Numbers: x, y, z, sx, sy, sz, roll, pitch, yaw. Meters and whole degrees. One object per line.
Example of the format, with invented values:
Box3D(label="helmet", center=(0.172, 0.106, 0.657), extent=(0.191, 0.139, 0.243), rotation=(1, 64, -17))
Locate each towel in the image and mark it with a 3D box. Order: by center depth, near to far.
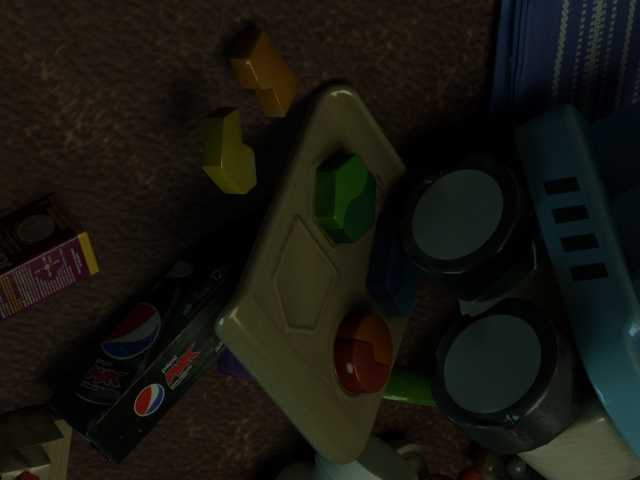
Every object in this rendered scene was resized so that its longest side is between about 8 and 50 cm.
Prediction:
Box3D(label="towel", center=(0.281, -0.199, 1.536), extent=(0.336, 0.040, 0.243), rotation=(-21, 133, -26))

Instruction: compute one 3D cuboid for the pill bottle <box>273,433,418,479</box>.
Box3D(label="pill bottle", center=(-0.012, 0.275, 1.642), extent=(0.124, 0.124, 0.221), rotation=(18, 111, -46))

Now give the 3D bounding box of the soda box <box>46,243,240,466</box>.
Box3D(label="soda box", center=(-0.126, 0.087, 1.414), extent=(0.169, 0.053, 0.060), rotation=(-47, 142, -12))

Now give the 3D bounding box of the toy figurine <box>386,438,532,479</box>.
Box3D(label="toy figurine", center=(0.121, 0.289, 1.755), extent=(0.209, 0.148, 0.213), rotation=(-5, 126, -44))

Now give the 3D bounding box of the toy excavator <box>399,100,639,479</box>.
Box3D(label="toy excavator", center=(0.302, -0.046, 1.447), extent=(0.445, 0.433, 0.222), rotation=(-25, 141, 18))

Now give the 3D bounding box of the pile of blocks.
Box3D(label="pile of blocks", center=(-0.280, 0.299, 1.453), extent=(0.149, 0.112, 0.362), rotation=(14, 116, -45))

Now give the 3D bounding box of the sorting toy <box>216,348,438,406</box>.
Box3D(label="sorting toy", center=(0.067, 0.076, 1.573), extent=(0.366, 0.127, 0.126), rotation=(13, 86, -42))

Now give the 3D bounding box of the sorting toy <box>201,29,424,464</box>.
Box3D(label="sorting toy", center=(0.000, 0.000, 1.383), extent=(0.307, 0.041, 0.229), rotation=(54, 51, -43))

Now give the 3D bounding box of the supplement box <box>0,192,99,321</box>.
Box3D(label="supplement box", center=(-0.208, 0.012, 1.303), extent=(0.083, 0.055, 0.043), rotation=(-29, 137, -17))
